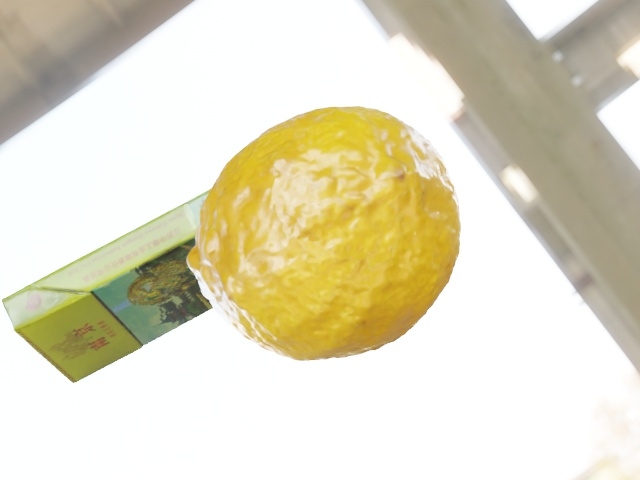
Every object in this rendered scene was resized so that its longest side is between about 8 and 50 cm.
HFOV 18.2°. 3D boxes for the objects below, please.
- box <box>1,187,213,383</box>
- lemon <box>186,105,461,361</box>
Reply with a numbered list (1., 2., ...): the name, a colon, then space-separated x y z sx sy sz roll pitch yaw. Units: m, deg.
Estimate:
1. box: -0.148 0.029 2.068 0.335 0.047 0.187 -28 -23 1
2. lemon: 0.000 0.000 1.135 0.142 0.142 0.187 -21 -5 -46
